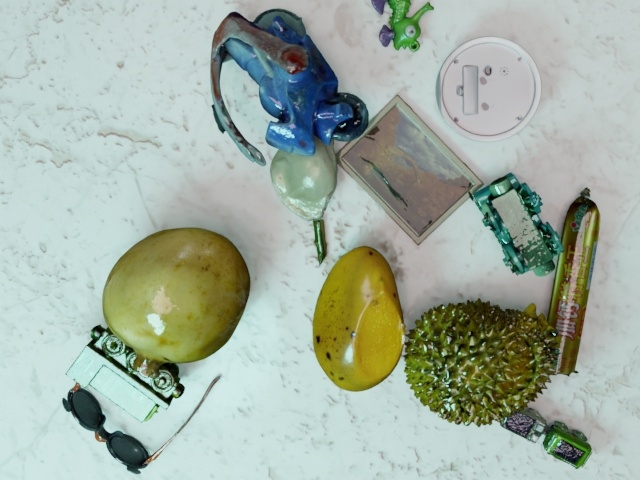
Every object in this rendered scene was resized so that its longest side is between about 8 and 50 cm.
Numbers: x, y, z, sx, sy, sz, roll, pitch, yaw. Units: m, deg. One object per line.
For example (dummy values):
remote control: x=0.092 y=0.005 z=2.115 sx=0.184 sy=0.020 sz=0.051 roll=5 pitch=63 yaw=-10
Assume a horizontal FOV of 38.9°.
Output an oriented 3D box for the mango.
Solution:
mango: x=0.072 y=0.147 z=1.772 sx=0.160 sy=0.191 sz=0.290 roll=-1 pitch=105 yaw=-27

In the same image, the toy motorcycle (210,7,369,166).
toy motorcycle: x=-0.079 y=-0.276 z=1.716 sx=0.241 sy=0.182 sz=0.319 roll=-39 pitch=76 yaw=15

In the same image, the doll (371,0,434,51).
doll: x=0.154 y=-0.452 z=1.725 sx=0.115 sy=0.050 sz=0.190 roll=-14 pitch=96 yaw=12

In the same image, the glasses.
glasses: x=-0.375 y=0.325 z=1.891 sx=0.234 sy=0.118 sz=0.268 roll=45 pitch=102 yaw=-1

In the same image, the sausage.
sausage: x=0.494 y=0.080 z=1.769 sx=0.082 sy=0.082 sz=0.371 roll=8 pitch=100 yaw=5

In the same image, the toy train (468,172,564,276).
toy train: x=0.373 y=-0.029 z=1.718 sx=0.112 sy=0.163 sz=0.203 roll=-28 pitch=97 yaw=9

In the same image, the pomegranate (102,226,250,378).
pomegranate: x=-0.271 y=0.102 z=1.753 sx=0.307 sy=0.307 sz=0.307 roll=1 pitch=100 yaw=6

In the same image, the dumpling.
dumpling: x=-0.030 y=-0.140 z=1.773 sx=0.136 sy=0.118 sz=0.199 roll=11 pitch=83 yaw=14

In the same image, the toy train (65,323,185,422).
toy train: x=-0.389 y=0.271 z=1.830 sx=0.225 sy=0.090 sz=0.137 roll=37 pitch=95 yaw=-4

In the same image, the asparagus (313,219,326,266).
asparagus: x=-0.001 y=0.000 z=1.837 sx=0.021 sy=0.025 sz=0.108 roll=0 pitch=104 yaw=27

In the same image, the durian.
durian: x=0.307 y=0.238 z=1.744 sx=0.293 sy=0.258 sz=0.258 roll=-6 pitch=100 yaw=-3

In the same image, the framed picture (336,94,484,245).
framed picture: x=0.174 y=-0.138 z=1.796 sx=0.184 sy=0.016 sz=0.250 roll=-43 pitch=93 yaw=12

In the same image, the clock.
clock: x=0.318 y=-0.287 z=1.726 sx=0.197 sy=0.068 sz=0.196 roll=1 pitch=100 yaw=7

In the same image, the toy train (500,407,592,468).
toy train: x=0.451 y=0.387 z=1.827 sx=0.202 sy=0.081 sz=0.060 roll=27 pitch=103 yaw=1
